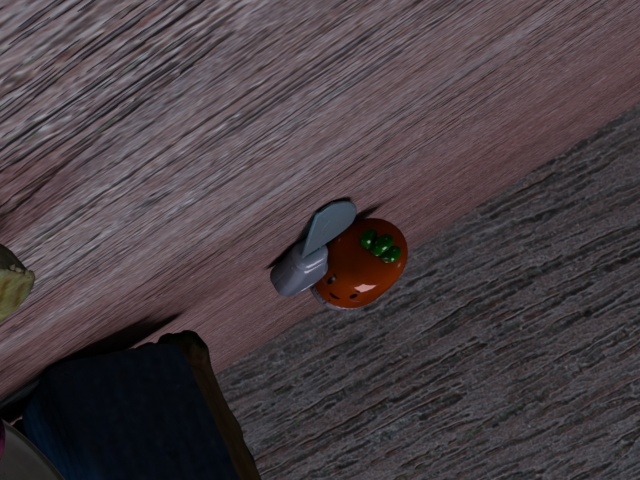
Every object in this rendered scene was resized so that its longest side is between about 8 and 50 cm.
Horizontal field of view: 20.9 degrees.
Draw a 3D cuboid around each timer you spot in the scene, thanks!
[{"bbox_3d":[0.054,0.025,2.113,0.136,0.099,0.136,-40,-171,8],"label":"timer"}]

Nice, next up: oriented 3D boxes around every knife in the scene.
[{"bbox_3d":[0.002,-0.001,1.932,0.080,0.044,0.331,-28,171,-17],"label":"knife"}]

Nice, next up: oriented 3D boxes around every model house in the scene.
[{"bbox_3d":[-0.263,0.294,1.810,0.382,0.335,0.342,-27,166,7],"label":"model house"}]

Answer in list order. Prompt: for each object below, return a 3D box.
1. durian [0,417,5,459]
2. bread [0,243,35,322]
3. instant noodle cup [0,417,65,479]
[{"bbox_3d":[-0.299,0.143,1.283,0.186,0.119,0.108,-18,-133,57],"label":"durian"},{"bbox_3d":[-0.268,0.070,0.885,0.267,0.040,0.267,-31,174,-3],"label":"bread"},{"bbox_3d":[-0.327,0.273,1.487,0.200,0.264,0.264,-42,174,7],"label":"instant noodle cup"}]
